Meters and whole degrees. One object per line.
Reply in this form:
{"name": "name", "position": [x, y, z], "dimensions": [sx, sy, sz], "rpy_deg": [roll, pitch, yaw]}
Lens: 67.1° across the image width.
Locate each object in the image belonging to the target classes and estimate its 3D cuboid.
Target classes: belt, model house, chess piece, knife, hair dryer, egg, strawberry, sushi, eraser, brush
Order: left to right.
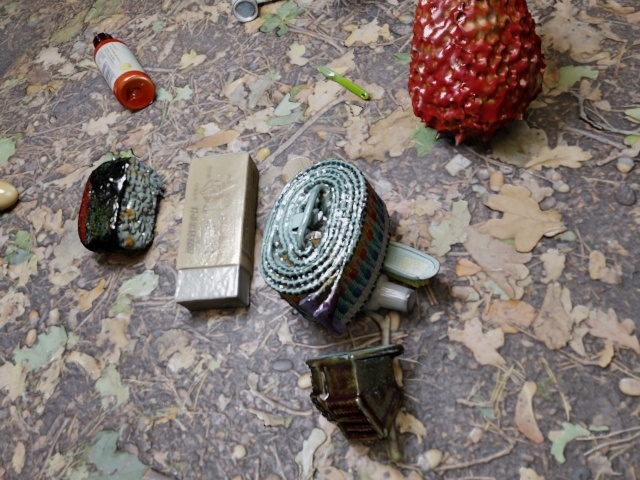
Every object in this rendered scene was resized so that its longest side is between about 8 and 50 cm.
{"name": "egg", "position": [-0.816, -0.114, 1.222], "dimensions": [0.096, 0.080, 0.080], "rpy_deg": [9, 66, 8]}
{"name": "sushi", "position": [-0.447, -0.075, 1.080], "dimensions": [0.126, 0.136, 0.225], "rpy_deg": [1, 69, 24]}
{"name": "eraser", "position": [-0.216, -0.026, 1.030], "dimensions": [0.144, 0.078, 0.344], "rpy_deg": [-5, 64, 12]}
{"name": "hair dryer", "position": [-0.137, -0.709, 1.362], "dimensions": [0.236, 0.073, 0.131], "rpy_deg": [-12, 60, 5]}
{"name": "chess piece", "position": [-0.045, -0.146, 1.072], "dimensions": [0.083, 0.038, 0.084], "rpy_deg": [-5, 65, 11]}
{"name": "belt", "position": [0.000, 0.000, 0.865], "dimensions": [0.206, 0.160, 0.295], "rpy_deg": [7, 66, 35]}
{"name": "knife", "position": [0.052, -0.390, 1.180], "dimensions": [0.026, 0.022, 0.184], "rpy_deg": [-30, 56, -31]}
{"name": "model house", "position": [0.057, 0.261, 0.818], "dimensions": [0.165, 0.106, 0.152], "rpy_deg": [-23, 67, 43]}
{"name": "brush", "position": [0.101, 0.024, 0.946], "dimensions": [0.296, 0.060, 0.068], "rpy_deg": [27, 55, 37]}
{"name": "strawberry", "position": [0.288, -0.373, 0.933], "dimensions": [0.292, 0.343, 0.292], "rpy_deg": [-15, 44, 16]}

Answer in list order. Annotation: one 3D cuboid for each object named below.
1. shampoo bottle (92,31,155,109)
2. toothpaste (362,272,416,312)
{"name": "shampoo bottle", "position": [-0.553, -0.478, 1.325], "dimensions": [0.104, 0.104, 0.278], "rpy_deg": [-35, 61, -5]}
{"name": "toothpaste", "position": [0.046, 0.078, 0.928], "dimensions": [0.282, 0.069, 0.099], "rpy_deg": [15, 41, 27]}
